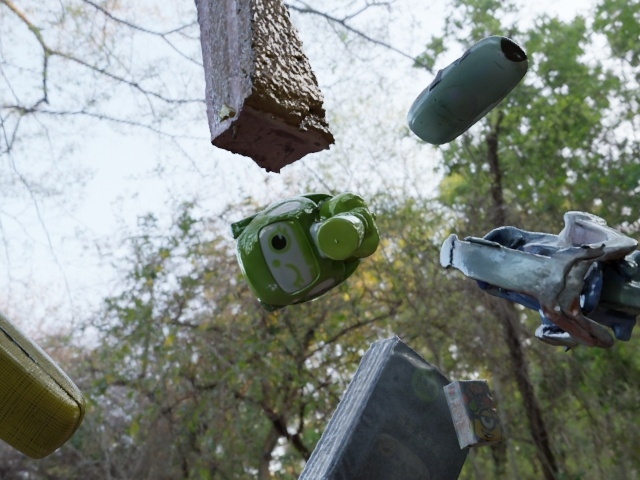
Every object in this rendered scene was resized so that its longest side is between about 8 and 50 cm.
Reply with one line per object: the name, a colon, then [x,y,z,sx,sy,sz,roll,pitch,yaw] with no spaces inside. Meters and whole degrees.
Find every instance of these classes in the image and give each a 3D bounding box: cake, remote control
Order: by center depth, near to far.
cake: [-0.091,-0.221,0.864,0.113,0.295,0.116,4,-29,-46]
remote control: [0.206,-0.212,1.107,0.045,0.097,0.256,-59,8,-33]

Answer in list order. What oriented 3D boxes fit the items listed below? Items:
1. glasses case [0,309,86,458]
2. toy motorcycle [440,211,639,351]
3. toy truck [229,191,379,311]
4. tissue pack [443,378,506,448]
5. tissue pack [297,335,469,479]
glasses case: [-0.302,0.091,0.649,0.079,0.234,0.064,-49,-3,21]
toy motorcycle: [0.311,0.029,1.023,0.182,0.241,0.319,-53,16,-5]
toy truck: [0.000,0.000,1.033,0.210,0.148,0.187,-23,1,34]
tissue pack: [0.199,0.223,0.975,0.063,0.083,0.035,4,-29,-37]
tissue pack: [0.149,0.437,1.550,0.124,0.288,0.394,-31,21,53]
